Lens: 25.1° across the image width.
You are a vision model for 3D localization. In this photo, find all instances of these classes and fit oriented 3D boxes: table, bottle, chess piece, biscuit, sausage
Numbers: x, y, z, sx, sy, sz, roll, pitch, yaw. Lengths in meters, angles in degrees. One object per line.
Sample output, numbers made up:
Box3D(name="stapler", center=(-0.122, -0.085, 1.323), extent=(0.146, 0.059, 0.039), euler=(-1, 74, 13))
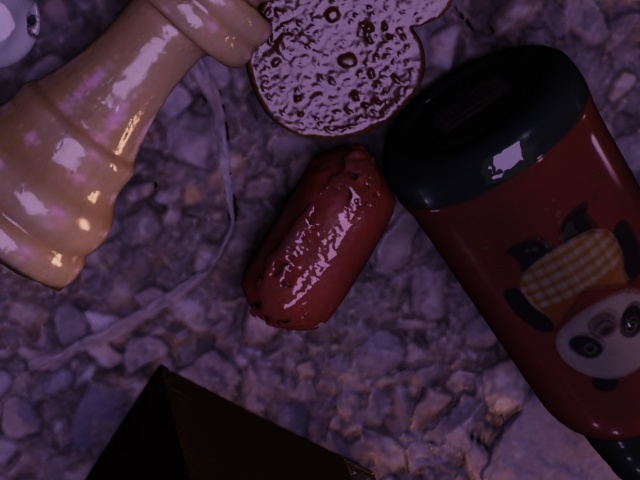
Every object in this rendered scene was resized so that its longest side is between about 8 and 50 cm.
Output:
Box3D(name="table", center=(-0.063, 0.229, 0.993), extent=(0.193, 0.169, 0.172), euler=(28, 102, -22))
Box3D(name="bottle", center=(0.185, 0.034, 0.995), extent=(0.144, 0.144, 0.336), euler=(-36, 115, 2))
Box3D(name="chess piece", center=(-0.072, -0.151, 0.879), extent=(0.117, 0.117, 0.397), euler=(40, 98, -22))
Box3D(name="biscuit", center=(0.023, -0.147, 0.951), extent=(0.124, 0.026, 0.175), euler=(27, 103, -19))
Box3D(name="sausage", center=(0.000, 0.000, 0.974), extent=(0.076, 0.076, 0.141), euler=(27, 99, -20))

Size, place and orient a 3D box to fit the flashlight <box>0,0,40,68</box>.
Box3D(name="flashlight", center=(-0.273, -0.132, 0.878), extent=(0.200, 0.047, 0.093), euler=(-2, 110, -11))
